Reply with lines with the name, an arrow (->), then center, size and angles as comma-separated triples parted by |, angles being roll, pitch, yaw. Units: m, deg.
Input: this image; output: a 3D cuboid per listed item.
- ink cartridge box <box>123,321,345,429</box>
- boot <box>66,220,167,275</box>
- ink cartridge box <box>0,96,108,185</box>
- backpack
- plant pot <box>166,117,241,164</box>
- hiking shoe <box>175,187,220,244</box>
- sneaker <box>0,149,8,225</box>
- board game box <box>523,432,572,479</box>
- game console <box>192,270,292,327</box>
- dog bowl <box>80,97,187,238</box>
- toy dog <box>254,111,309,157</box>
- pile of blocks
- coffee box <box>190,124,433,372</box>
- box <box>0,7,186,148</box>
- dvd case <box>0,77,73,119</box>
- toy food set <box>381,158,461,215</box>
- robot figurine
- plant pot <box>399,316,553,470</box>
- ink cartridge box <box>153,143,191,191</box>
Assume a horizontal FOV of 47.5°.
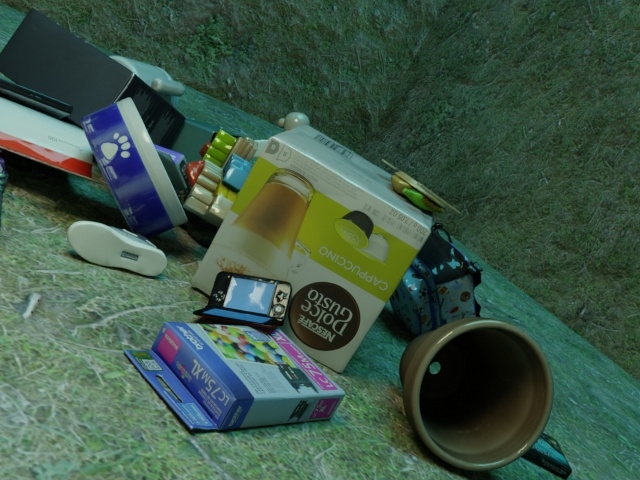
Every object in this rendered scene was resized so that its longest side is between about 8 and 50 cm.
ink cartridge box -> -0.120, 0.199, 1.099 | 0.186, 0.065, 0.311 | 39, 18, 35
boot -> -0.369, 0.007, 1.292 | 0.190, 0.069, 0.086 | 29, 4, -39
ink cartridge box -> -0.590, -0.221, 1.417 | 0.308, 0.091, 0.385 | 21, 1, -34
backpack -> 0.282, 0.128, 1.798 | 0.276, 0.213, 0.263 | -117, -177, -61
plant pot -> -0.381, -0.267, 2.043 | 0.234, 0.166, 0.165 | 27, 12, 17
hiking shoe -> -0.297, -0.087, 1.646 | 0.227, 0.114, 0.086 | 33, 13, 13
sneaker -> -0.539, -0.077, 1.155 | 0.083, 0.098, 0.224 | 21, 16, -32
board game box -> 0.418, 0.410, 1.503 | 0.186, 0.026, 0.126 | 28, 14, -4
game console -> -0.132, 0.101, 1.268 | 0.144, 0.124, 0.085 | 9, -29, 8
dog bowl -> -0.360, -0.136, 1.414 | 0.265, 0.104, 0.265 | 62, -10, 19
toy dog -> -0.139, -0.192, 2.039 | 0.161, 0.334, 0.220 | 17, -18, 24
pile of blocks -> -0.219, -0.159, 1.538 | 0.112, 0.149, 0.362 | 30, 21, -17
coffee box -> 0.000, 0.000, 1.471 | 0.337, 0.334, 0.338 | 31, 15, 1
box -> -0.567, -0.370, 1.830 | 0.343, 0.179, 0.312 | 33, -1, 15
dvd case -> -0.678, -0.307, 1.623 | 0.180, 0.022, 0.253 | 19, -10, -34
toy food set -> 0.187, -0.093, 1.428 | 0.132, 0.038, 0.192 | 32, 8, -25
robot figurine -> -0.563, -0.440, 2.195 | 0.300, 0.200, 0.353 | -2, 3, 20
plant pot -> 0.253, 0.256, 1.330 | 0.263, 0.263, 0.229 | 26, -3, -13
ink cartridge box -> -0.399, -0.188, 1.655 | 0.206, 0.045, 0.208 | 20, -21, 11
